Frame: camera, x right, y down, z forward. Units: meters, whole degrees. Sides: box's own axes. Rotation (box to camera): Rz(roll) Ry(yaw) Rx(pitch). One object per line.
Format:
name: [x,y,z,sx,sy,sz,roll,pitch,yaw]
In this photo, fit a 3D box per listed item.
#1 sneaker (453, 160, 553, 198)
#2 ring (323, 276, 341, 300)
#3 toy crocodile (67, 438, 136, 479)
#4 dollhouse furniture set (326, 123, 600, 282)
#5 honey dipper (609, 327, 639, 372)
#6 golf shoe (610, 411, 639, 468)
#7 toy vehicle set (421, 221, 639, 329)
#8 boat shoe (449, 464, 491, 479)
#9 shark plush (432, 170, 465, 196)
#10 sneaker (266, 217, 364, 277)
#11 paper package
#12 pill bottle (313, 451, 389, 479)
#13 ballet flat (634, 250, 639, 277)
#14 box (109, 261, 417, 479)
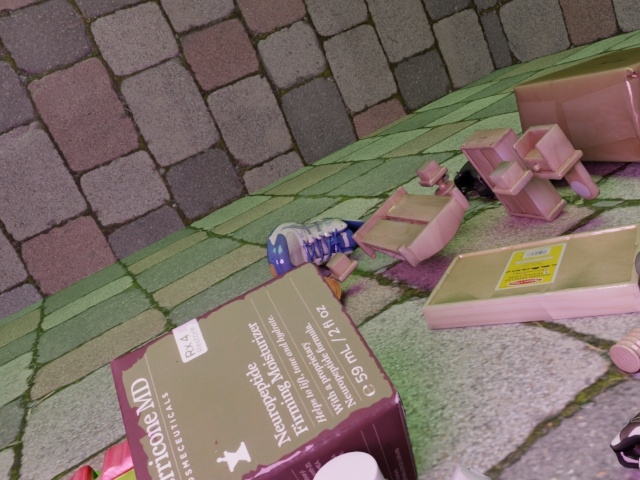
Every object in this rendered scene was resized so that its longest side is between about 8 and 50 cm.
sneaker: [0.388,-0.139,1.165,0.130,0.109,0.286,-40,12,-18]
ring: [-0.114,0.159,1.004,0.336,0.032,0.336,-21,15,6]
toy crocodile: [-0.194,0.260,0.631,0.340,0.105,0.115,-28,15,-16]
dollhouse furniture set: [0.227,-0.002,0.940,0.355,0.174,0.303,-46,18,-8]
honey dipper: [0.351,0.079,0.570,0.160,0.031,0.030,-27,15,-24]
golf shoe: [0.261,0.161,0.351,0.093,0.077,0.198,-28,5,3]
toy vehicle set: [0.285,0.049,0.757,0.266,0.035,0.166,-12,19,37]
boat shoe: [0.052,0.261,0.259,0.102,0.108,0.301,23,51,21]
shark plush: [0.298,-0.134,1.342,0.067,0.073,0.161,-50,5,31]
sneaker: [0.000,0.000,1.173,0.130,0.112,0.296,-10,11,27]
paper package: [0.597,-0.272,1.095,0.309,0.168,0.325,-21,13,-14]
pill bottle: [0.038,0.213,0.400,0.067,0.120,0.067,-22,15,6]
ballet flat: [0.355,0.046,0.531,0.072,0.068,0.213,0,31,12]
box: [-0.045,0.162,0.509,0.203,0.167,0.168,-26,47,-9]
